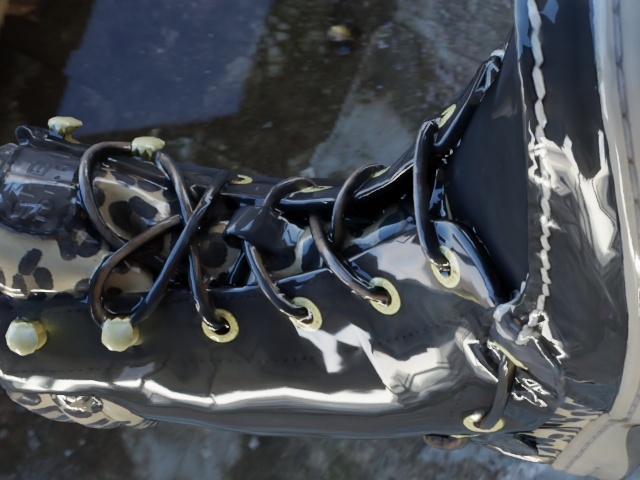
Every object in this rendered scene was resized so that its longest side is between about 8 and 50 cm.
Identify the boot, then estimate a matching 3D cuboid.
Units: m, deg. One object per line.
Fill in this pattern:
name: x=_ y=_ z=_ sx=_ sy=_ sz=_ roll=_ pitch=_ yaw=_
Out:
boot: x=0.000 y=0.000 z=0.549 sx=0.284 sy=0.377 sz=0.138 roll=4 pitch=69 yaw=9
